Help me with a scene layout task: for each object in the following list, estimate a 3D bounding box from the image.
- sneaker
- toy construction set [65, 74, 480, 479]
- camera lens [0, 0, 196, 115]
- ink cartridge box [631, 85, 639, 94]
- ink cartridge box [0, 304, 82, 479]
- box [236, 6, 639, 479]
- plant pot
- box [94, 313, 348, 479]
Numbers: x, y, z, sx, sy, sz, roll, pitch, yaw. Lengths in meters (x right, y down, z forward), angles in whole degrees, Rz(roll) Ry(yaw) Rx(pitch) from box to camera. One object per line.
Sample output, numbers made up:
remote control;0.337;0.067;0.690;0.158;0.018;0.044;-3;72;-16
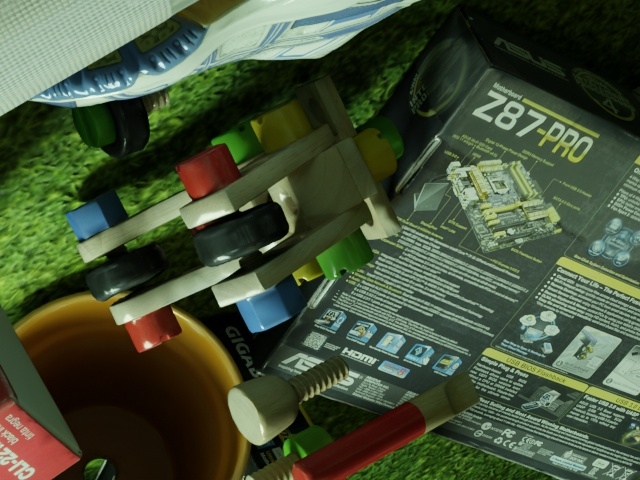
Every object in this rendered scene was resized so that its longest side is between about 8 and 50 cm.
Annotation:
sneaker;-0.050;-0.133;1.092;0.296;0.112;0.131;-16;158;17
toy construction set;0.000;0.000;1.252;0.237;0.309;0.257;-25;159;-27
camera lens;-0.151;-0.181;0.862;0.274;0.219;0.219;-31;152;-6
ink cartridge box;0.362;-0.076;1.668;0.273;0.115;0.198;-29;150;-1
ink cartridge box;-0.321;0.120;1.180;0.273;0.197;0.114;-35;151;0
box;0.180;0.028;1.506;0.395;0.097;0.318;21;121;-29
plant pot;-0.165;0.163;1.438;0.205;0.205;0.188;-25;166;-17
box;-0.089;0.260;1.583;0.079;0.257;0.322;-12;144;-38
